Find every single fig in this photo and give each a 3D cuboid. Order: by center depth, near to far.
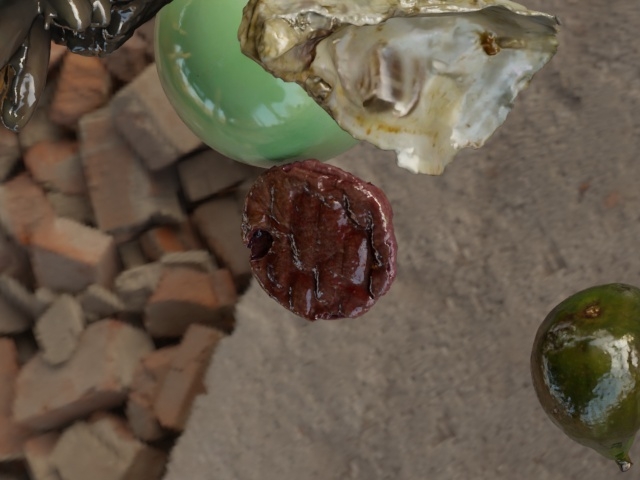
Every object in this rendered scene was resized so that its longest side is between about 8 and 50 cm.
[{"bbox_3d":[0.221,0.119,1.168,0.117,0.117,0.177,19,139,27],"label":"fig"}]

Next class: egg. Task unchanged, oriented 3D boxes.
[{"bbox_3d":[-0.033,-0.171,1.271,0.221,0.269,0.220,0,95,2],"label":"egg"}]

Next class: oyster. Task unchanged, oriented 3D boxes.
[{"bbox_3d":[0.046,-0.132,0.981,0.161,0.233,0.107,-57,41,32],"label":"oyster"}]

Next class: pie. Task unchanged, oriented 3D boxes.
[{"bbox_3d":[0.000,0.000,1.230,0.154,0.038,0.153,13,117,27],"label":"pie"}]

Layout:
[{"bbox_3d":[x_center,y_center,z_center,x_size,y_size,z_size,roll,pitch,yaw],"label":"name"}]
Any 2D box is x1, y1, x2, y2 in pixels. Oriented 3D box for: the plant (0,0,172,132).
[{"bbox_3d":[-0.189,-0.213,0.964,0.194,0.321,0.181,41,137,10],"label":"plant"}]
